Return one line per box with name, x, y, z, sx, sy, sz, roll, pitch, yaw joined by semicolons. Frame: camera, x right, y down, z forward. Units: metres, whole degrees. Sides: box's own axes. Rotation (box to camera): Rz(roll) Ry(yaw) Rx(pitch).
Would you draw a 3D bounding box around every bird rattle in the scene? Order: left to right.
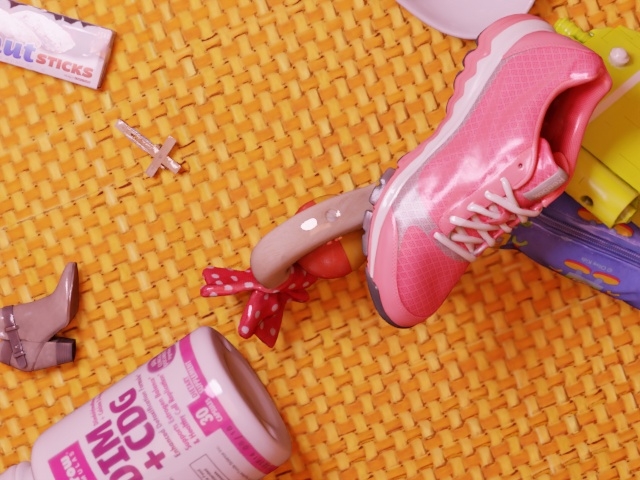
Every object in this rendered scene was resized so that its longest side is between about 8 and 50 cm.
bird rattle;0.000;0.000;1.552;0.253;0.207;0.143;-15;73;-4

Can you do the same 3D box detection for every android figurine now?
android figurine;0.310;-0.111;1.529;0.248;0.056;0.273;-36;72;-30

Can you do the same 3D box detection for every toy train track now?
toy train track;-0.177;-0.097;1.647;0.083;0.014;0.048;37;102;8

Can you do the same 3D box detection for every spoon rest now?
spoon rest;0.083;-0.280;1.584;0.276;0.084;0.137;10;93;5

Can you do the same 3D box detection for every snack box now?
snack box;-0.305;-0.211;1.648;0.178;0.022;0.064;17;95;3

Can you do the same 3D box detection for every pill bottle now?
pill bottle;-0.185;0.224;1.585;0.283;0.160;0.160;-34;89;5

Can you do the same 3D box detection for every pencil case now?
pencil case;0.310;0.009;1.552;0.306;0.133;0.119;25;95;4

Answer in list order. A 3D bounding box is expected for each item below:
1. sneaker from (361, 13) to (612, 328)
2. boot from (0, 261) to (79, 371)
sneaker;0.149;-0.054;1.426;0.136;0.116;0.314;29;91;46
boot;-0.296;0.078;1.650;0.087;0.042;0.118;4;92;7
